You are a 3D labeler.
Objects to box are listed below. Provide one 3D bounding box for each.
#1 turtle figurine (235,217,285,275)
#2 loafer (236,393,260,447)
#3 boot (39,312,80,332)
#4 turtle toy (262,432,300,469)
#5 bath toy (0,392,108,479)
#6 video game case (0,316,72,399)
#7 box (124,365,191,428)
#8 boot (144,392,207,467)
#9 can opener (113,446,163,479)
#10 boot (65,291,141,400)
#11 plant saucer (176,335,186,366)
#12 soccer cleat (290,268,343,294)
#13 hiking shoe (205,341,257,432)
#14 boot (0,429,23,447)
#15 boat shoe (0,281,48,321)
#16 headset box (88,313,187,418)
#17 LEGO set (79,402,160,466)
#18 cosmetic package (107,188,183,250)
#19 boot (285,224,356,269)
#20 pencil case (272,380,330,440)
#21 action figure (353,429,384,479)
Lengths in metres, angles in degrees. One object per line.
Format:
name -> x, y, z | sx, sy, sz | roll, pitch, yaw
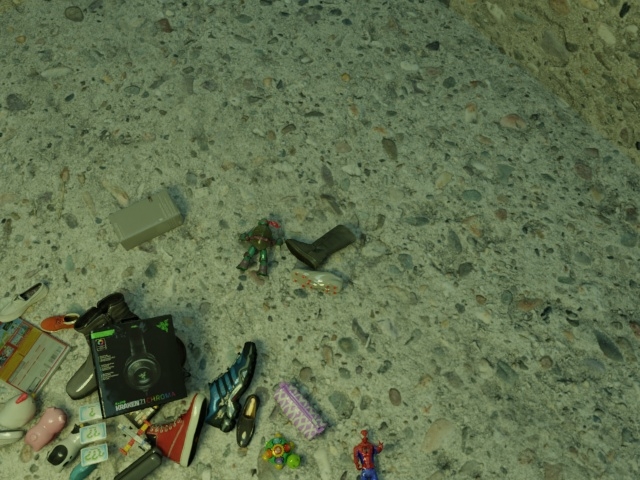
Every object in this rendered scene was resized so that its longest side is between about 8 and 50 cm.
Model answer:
turtle figurine -> -0.225, 0.005, 2.036 | 0.175, 0.118, 0.234 | 12, 72, 4
loafer -> -0.240, 0.584, 1.802 | 0.062, 0.061, 0.170 | 8, 67, 1
boot -> -0.894, 0.278, 1.908 | 0.158, 0.084, 0.059 | -5, 69, -6
turtle toy -> -0.121, 0.678, 1.761 | 0.130, 0.066, 0.095 | 29, 69, 11
bath toy -> -0.837, 0.592, 1.732 | 0.348, 0.129, 0.151 | 35, 26, 3
video game case -> -1.029, 0.389, 1.890 | 0.285, 0.025, 0.204 | 26, 68, 10
box -> -0.572, 0.468, 1.819 | 0.183, 0.056, 0.231 | 42, 80, 7
boot -> -0.462, 0.576, 1.746 | 0.176, 0.088, 0.244 | 19, 99, 10
can opener -> -0.592, 0.759, 1.698 | 0.283, 0.076, 0.095 | -37, 105, -3
boot -> -0.740, 0.336, 1.803 | 0.118, 0.222, 0.338 | 21, 61, 33
plant saucer -> -0.540, 0.401, 1.894 | 0.168, 0.029, 0.168 | 0, 65, -1
soccer cleat -> -0.011, 0.139, 2.010 | 0.196, 0.068, 0.076 | 16, 41, 11
hiking shoe -> -0.303, 0.467, 1.824 | 0.132, 0.113, 0.304 | 17, 67, 5
boot -> -1.066, 0.671, 1.740 | 0.258, 0.095, 0.123 | -8, 77, 0
boat shoe -> -1.043, 0.211, 1.934 | 0.184, 0.063, 0.066 | -35, 65, -26
headset box -> -0.565, 0.377, 1.706 | 0.246, 0.131, 0.283 | -8, 75, -26
LEGO set -> -0.616, 0.571, 1.706 | 0.244, 0.060, 0.182 | -8, 59, -14
cosmetic package -> -0.651, -0.076, 2.064 | 0.238, 0.107, 0.127 | -28, 73, -16
boot -> -0.001, 0.001, 2.060 | 0.190, 0.076, 0.208 | 37, 67, 26
pencil case -> -0.067, 0.556, 1.805 | 0.086, 0.088, 0.206 | -40, 72, -19
action figure -> 0.155, 0.728, 1.712 | 0.091, 0.139, 0.280 | -4, 64, -5
